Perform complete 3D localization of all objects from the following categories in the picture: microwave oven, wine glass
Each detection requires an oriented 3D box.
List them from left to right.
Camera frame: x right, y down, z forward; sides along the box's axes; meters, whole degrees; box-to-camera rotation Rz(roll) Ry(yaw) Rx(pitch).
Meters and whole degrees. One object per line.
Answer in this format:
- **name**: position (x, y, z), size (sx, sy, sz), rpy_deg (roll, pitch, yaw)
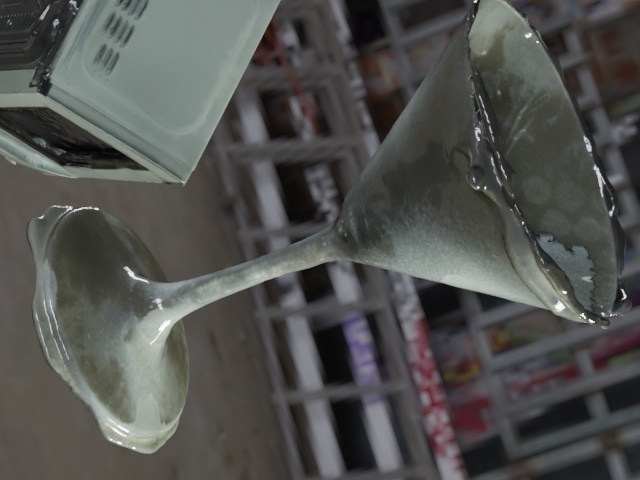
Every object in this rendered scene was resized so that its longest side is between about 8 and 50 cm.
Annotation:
- **microwave oven**: position (-0.148, -0.128, 1.164), size (0.122, 0.162, 0.208), rpy_deg (32, -14, -31)
- **wine glass**: position (0.000, 0.000, 0.621), size (0.122, 0.183, 0.122), rpy_deg (46, 34, -44)
